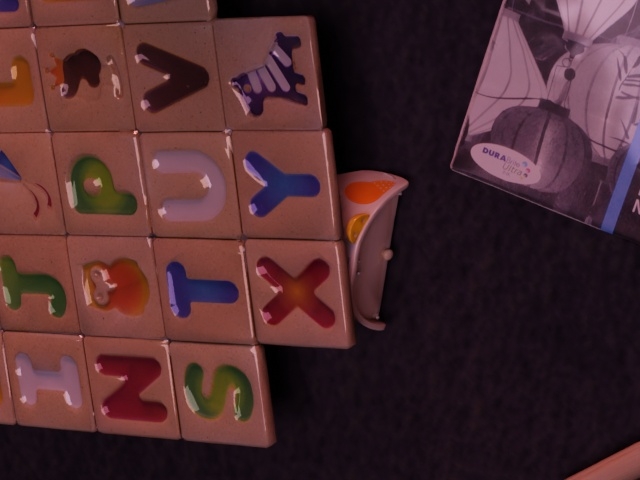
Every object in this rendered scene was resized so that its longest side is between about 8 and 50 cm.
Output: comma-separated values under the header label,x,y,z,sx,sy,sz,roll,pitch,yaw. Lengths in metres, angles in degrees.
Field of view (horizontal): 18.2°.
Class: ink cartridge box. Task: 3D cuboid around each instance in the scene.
label,x,y,z,sx,sy,sz,roll,pitch,yaw
ink cartridge box,0.186,-0.156,0.901,0.165,0.065,0.332,22,112,16

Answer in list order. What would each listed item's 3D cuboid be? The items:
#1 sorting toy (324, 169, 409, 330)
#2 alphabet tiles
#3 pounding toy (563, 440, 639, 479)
label,x,y,z,sx,sy,sz,roll,pitch,yaw
sorting toy,0.000,0.000,1.041,0.075,0.045,0.083,23,114,35
alphabet tiles,-0.140,-0.031,1.072,0.342,0.011,0.285,2,107,31
pounding toy,0.248,0.176,0.968,0.183,0.110,0.237,-45,56,37
